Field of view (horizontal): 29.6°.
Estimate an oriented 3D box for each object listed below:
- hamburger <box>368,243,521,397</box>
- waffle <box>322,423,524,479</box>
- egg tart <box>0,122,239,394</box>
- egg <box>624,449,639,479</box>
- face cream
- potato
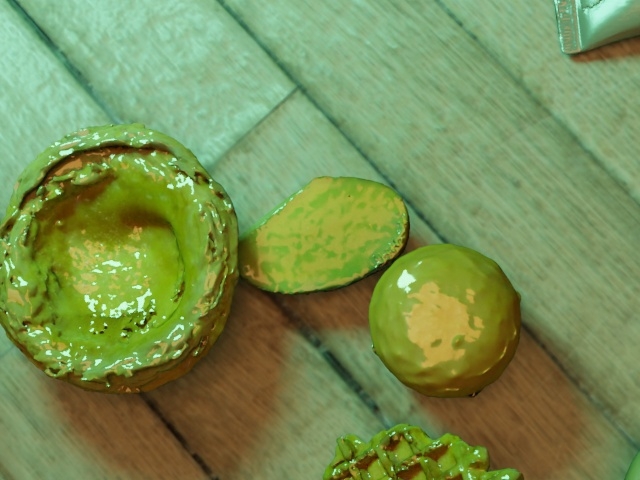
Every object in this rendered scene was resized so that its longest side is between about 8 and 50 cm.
[{"bbox_3d":[0.126,0.082,1.224,0.162,0.115,0.162,0,83,4],"label":"hamburger"},{"bbox_3d":[0.084,0.298,1.169,0.243,0.059,0.237,11,74,43],"label":"waffle"},{"bbox_3d":[-0.211,0.020,1.269,0.288,0.118,0.288,-1,82,8],"label":"egg tart"},{"bbox_3d":[0.360,0.279,1.148,0.164,0.164,0.201,-11,79,4],"label":"egg"},{"bbox_3d":[0.402,-0.289,1.272,0.314,0.089,0.143,-7,82,13],"label":"face cream"},{"bbox_3d":[0.000,0.000,1.283,0.198,0.054,0.119,-25,80,6],"label":"potato"}]
